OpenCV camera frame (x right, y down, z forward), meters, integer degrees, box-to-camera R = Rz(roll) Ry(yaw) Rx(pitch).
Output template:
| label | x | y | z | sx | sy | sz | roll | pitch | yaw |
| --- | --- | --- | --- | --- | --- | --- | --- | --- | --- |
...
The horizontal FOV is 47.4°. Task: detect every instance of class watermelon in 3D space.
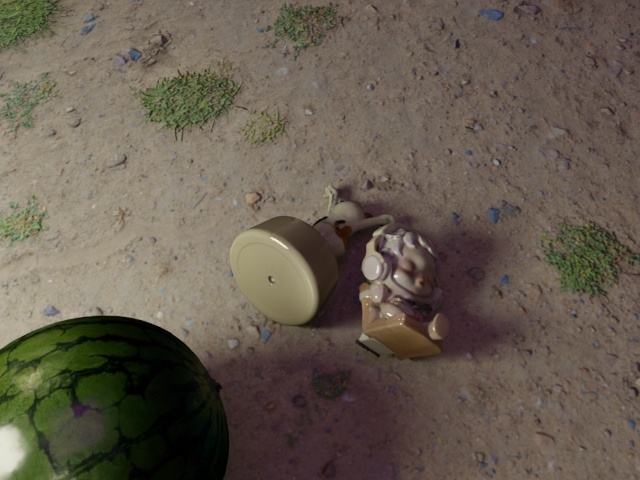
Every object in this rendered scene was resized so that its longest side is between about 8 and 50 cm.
| label | x | y | z | sx | sy | sz | roll | pitch | yaw |
| --- | --- | --- | --- | --- | --- | --- | --- | --- | --- |
| watermelon | -0.286 | 0.264 | 0.904 | 0.364 | 0.363 | 0.363 | 0 | 55 | 0 |

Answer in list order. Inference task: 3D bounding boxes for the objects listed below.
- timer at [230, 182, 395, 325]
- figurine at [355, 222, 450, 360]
| label | x | y | z | sx | sy | sz | roll | pitch | yaw |
| --- | --- | --- | --- | --- | --- | --- | --- | --- | --- |
| timer | 0.000 | 0.000 | 1.210 | 0.175 | 0.175 | 0.266 | 31 | 45 | 20 |
| figurine | 0.133 | 0.066 | 1.145 | 0.163 | 0.141 | 0.236 | 38 | 43 | -28 |
